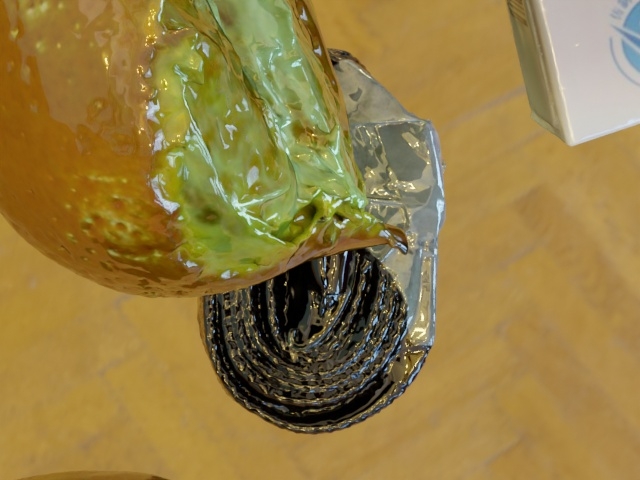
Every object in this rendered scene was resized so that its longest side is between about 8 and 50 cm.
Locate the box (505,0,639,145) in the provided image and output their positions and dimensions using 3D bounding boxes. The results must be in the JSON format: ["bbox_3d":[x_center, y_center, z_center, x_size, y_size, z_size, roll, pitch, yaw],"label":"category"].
[{"bbox_3d":[0.242,-0.191,0.904,0.343,0.065,0.200,-17,109,-4],"label":"box"}]

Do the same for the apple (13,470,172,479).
[{"bbox_3d":[-0.119,0.273,0.990,0.277,0.250,0.309,21,58,17],"label":"apple"}]

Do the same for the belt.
[{"bbox_3d":[0.000,0.000,1.493,0.184,0.164,0.289,3,88,-1],"label":"belt"}]

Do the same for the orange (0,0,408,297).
[{"bbox_3d":[-0.079,-0.104,1.007,0.334,0.196,0.262,-29,114,-65],"label":"orange"}]
